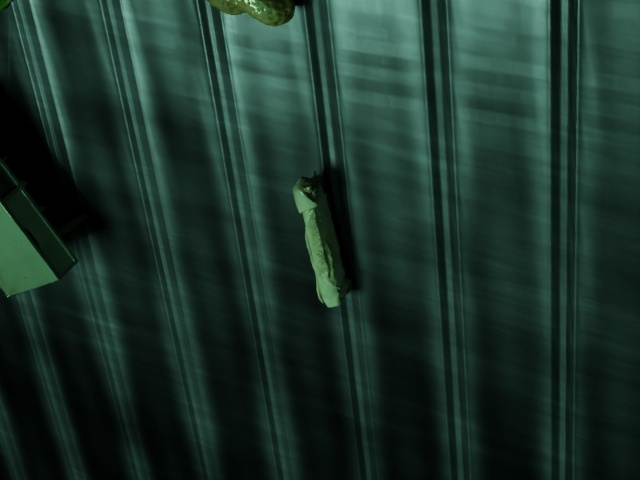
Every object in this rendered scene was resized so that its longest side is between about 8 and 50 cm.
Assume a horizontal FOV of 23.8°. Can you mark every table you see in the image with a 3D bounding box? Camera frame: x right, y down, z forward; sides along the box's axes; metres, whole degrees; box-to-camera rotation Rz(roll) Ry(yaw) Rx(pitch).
[{"bbox_3d":[-0.397,-0.063,1.891,0.122,0.111,0.240,-16,115,44],"label":"table"}]

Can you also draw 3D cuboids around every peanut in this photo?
[{"bbox_3d":[-0.075,-0.249,1.533,0.113,0.054,0.054,23,137,19],"label":"peanut"}]

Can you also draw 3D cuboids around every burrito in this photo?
[{"bbox_3d":[0.000,0.000,1.703,0.041,0.045,0.185,12,133,29],"label":"burrito"}]

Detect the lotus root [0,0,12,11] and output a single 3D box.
[{"bbox_3d":[-0.323,-0.344,1.564,0.186,0.186,0.186,20,136,21],"label":"lotus root"}]
